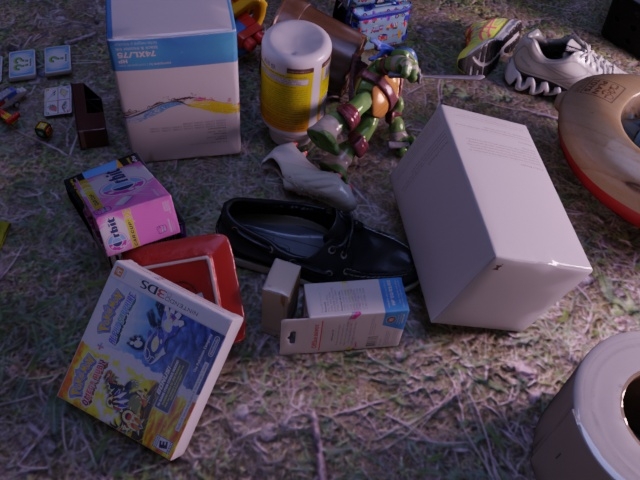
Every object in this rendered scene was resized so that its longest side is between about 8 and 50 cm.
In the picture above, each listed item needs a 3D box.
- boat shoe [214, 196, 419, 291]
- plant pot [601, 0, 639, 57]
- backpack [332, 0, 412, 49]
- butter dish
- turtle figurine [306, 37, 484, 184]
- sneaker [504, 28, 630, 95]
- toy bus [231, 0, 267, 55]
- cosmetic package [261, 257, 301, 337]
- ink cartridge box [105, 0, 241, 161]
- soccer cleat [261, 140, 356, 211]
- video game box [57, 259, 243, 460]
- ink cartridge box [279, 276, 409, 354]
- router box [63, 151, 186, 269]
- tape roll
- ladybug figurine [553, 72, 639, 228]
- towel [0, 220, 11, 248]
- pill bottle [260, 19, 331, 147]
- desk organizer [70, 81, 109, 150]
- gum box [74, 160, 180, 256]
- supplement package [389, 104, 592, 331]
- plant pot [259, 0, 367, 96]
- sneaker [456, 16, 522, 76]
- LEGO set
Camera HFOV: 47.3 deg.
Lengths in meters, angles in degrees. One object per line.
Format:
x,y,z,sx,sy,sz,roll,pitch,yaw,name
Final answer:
0.000,-0.003,1.141,0.339,0.113,0.127,15,52,6,boat shoe
0.711,-0.497,1.556,0.167,0.188,0.187,-42,66,-16,plant pot
0.111,-0.493,1.487,0.158,0.173,0.117,-10,54,-14,backpack
-0.192,0.077,1.065,0.160,0.118,0.160,-11,90,0,butter dish
0.127,-0.209,1.251,0.275,0.198,0.266,45,76,-1,turtle figurine
0.517,-0.331,1.440,0.291,0.118,0.110,16,51,5,sneaker
-0.183,-0.464,1.467,0.211,0.149,0.220,39,55,6,toy bus
-0.058,0.086,1.065,0.041,0.115,0.060,16,53,7,cosmetic package
-0.245,-0.300,1.245,0.197,0.270,0.198,-7,53,-9,ink cartridge box
-0.019,-0.098,1.246,0.076,0.068,0.196,-37,57,-23,soccer cleat
-0.227,0.155,0.972,0.187,0.048,0.205,24,92,15,video game box
0.028,0.111,1.062,0.181,0.104,0.062,-4,53,-8,ink cartridge box
-0.318,-0.052,1.189,0.133,0.046,0.179,-26,59,-23,router box
0.418,0.263,0.944,0.245,0.169,0.246,3,53,-4,tape roll
0.600,-0.126,1.262,0.449,0.162,0.305,38,59,21,ladybug figurine
-0.619,-0.005,1.141,0.237,0.021,0.102,6,53,-1,towel
-0.046,-0.265,1.271,0.117,0.215,0.117,3,53,-4,pill bottle
-0.415,-0.226,1.313,0.050,0.047,0.130,-9,54,-15,desk organizer
-0.290,-0.053,1.080,0.107,0.062,0.188,-20,29,-20,gum box
0.246,-0.032,1.123,0.177,0.175,0.293,9,49,-24,supplement package
-0.010,-0.362,1.394,0.165,0.167,0.167,25,54,3,plant pot
0.329,-0.404,1.509,0.094,0.082,0.208,30,49,25,sneaker
-0.551,-0.279,1.336,0.182,0.060,0.244,-10,55,-8,LEGO set
